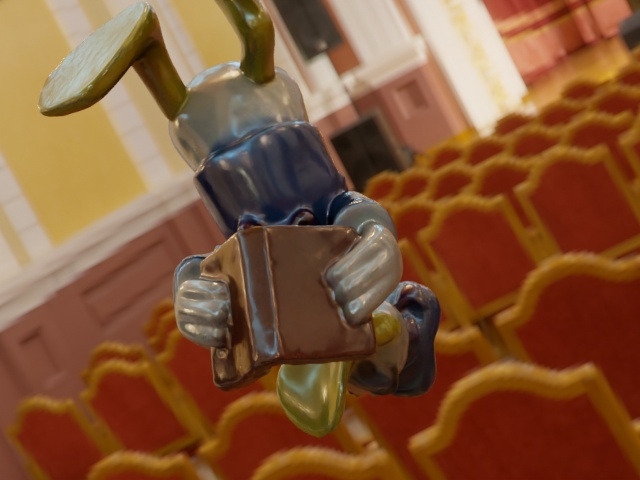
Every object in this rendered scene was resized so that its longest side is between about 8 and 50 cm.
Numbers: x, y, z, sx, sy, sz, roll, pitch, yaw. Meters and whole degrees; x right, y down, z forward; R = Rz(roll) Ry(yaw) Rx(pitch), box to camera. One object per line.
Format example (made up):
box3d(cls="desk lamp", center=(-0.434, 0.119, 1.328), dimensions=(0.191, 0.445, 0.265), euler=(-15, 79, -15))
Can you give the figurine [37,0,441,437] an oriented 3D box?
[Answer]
box3d(cls="figurine", center=(0.000, 0.000, 0.954), dimensions=(0.204, 0.338, 0.283), euler=(-31, 36, 10))
